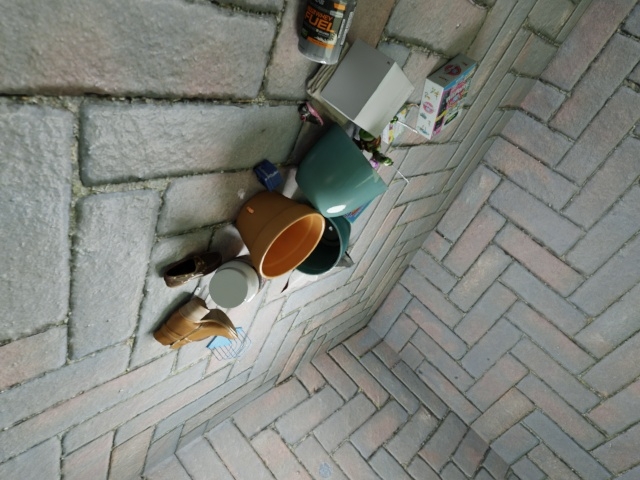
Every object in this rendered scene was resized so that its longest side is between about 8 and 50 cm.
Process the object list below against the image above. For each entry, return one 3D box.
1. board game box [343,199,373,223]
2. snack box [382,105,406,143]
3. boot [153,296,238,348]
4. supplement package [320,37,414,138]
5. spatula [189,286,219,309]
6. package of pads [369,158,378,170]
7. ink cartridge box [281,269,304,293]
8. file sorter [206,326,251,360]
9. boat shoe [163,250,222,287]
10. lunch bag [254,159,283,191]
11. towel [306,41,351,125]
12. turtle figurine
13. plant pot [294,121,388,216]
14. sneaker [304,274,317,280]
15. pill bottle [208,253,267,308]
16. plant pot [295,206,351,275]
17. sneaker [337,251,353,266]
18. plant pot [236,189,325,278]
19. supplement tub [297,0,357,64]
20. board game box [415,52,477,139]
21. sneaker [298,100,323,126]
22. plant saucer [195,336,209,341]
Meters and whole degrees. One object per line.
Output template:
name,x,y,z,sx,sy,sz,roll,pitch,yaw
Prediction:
board game box,0.099,-0.192,1.601,0.160,0.210,0.047,-50,-177,5
snack box,0.308,-0.487,1.695,0.100,0.037,0.141,-42,157,-14
boot,-0.473,0.359,1.562,0.220,0.109,0.283,-40,136,1
supplement package,0.144,-0.448,1.214,0.194,0.149,0.203,-53,157,16
spatula,-0.466,0.275,1.591,0.168,0.019,0.242,12,119,-40
package of pads,0.234,-0.331,1.828,0.050,0.032,0.083,-28,151,-43
ink cartridge box,-0.100,0.186,2.099,0.224,0.056,0.181,-39,165,35
file sorter,-0.433,0.500,1.942,0.118,0.104,0.170,-50,157,9
boat shoe,-0.418,0.087,1.340,0.207,0.073,0.073,-32,155,-32
lunch bag,-0.170,-0.206,1.297,0.065,0.067,0.098,-43,156,-9
towel,0.072,-0.490,1.278,0.187,0.049,0.282,-50,158,11
turtle figurine,0.242,-0.383,1.468,0.198,0.274,0.266,-57,158,3
plant pot,0.054,-0.222,1.405,0.235,0.293,0.293,-38,158,10
sneaker,-0.059,0.053,1.916,0.151,0.094,0.256,-76,158,-45
pill bottle,-0.287,0.143,1.430,0.162,0.162,0.278,-49,-178,7
plant pot,0.005,-0.022,1.673,0.272,0.271,0.255,-58,168,25
sneaker,0.090,0.097,2.213,0.130,0.109,0.286,-38,151,6
plant pot,-0.156,-0.041,1.416,0.291,0.203,0.291,-37,156,-20
supplement tub,0.019,-0.552,0.999,0.117,0.117,0.190,-26,149,-40
board game box,0.553,-0.634,1.803,0.224,0.097,0.303,-40,155,-16
sneaker,-0.033,-0.391,1.276,0.057,0.047,0.119,-31,158,13
plant saucer,-0.484,0.365,1.734,0.168,0.029,0.168,-37,156,-20
